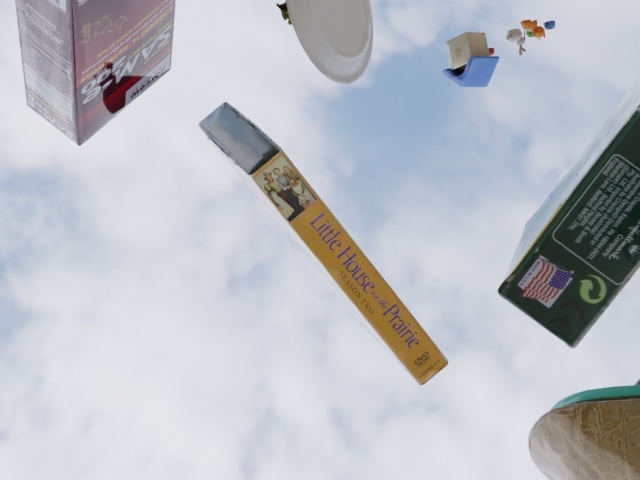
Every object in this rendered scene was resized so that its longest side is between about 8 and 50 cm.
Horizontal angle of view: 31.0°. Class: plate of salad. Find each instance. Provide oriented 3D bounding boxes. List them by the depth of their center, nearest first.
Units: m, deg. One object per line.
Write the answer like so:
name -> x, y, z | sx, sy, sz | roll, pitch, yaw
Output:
plate of salad -> 0.004, -0.286, 1.400 | 0.048, 0.200, 0.200 | -8, -150, 33

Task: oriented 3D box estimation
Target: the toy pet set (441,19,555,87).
toy pet set -> 0.218, -0.225, 1.437 | 0.114, 0.122, 0.065 | -6, -97, -36

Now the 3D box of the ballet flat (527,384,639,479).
ballet flat -> 0.254, 0.137, 0.493 | 0.342, 0.116, 0.124 | 3, -127, 18

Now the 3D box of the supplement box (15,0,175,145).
supplement box -> -0.190, -0.199, 0.993 | 0.073, 0.239, 0.130 | 39, -116, 10

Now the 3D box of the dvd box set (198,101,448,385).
dvd box set -> 0.000, 0.000, 1.685 | 0.062, 0.420, 0.307 | -40, -153, -3

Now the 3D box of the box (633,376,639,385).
box -> 0.214, 0.087, 0.641 | 0.062, 0.083, 0.052 | 41, -105, 8

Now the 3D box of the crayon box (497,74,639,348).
crayon box -> 0.260, -0.046, 1.014 | 0.081, 0.202, 0.318 | 36, -161, 5
